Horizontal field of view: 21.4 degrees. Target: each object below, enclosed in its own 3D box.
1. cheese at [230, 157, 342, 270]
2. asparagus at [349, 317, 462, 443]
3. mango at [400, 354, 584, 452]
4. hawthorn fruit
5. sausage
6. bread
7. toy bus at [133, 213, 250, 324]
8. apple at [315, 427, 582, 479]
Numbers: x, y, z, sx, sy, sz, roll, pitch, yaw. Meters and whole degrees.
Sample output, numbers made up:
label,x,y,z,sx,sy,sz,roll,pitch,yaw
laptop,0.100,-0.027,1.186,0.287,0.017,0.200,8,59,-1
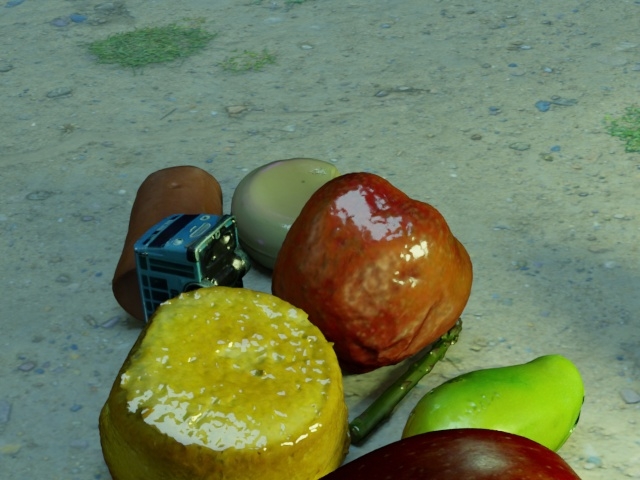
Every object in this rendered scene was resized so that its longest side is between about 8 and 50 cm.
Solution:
label,x,y,z,sx,sy,sz,roll,pitch,yaw
cheese,0.000,0.000,1.991,0.163,0.082,0.286,-18,38,-20
asparagus,0.096,0.142,1.778,0.024,0.025,0.248,-36,3,42
mango,0.164,0.175,1.623,0.125,0.111,0.233,25,38,33
hawthorn fruit,0.034,0.062,1.777,0.207,0.207,0.243,23,77,38
sausage,-0.173,-0.005,1.986,0.114,0.113,0.259,-1,30,4
bread,-0.088,0.165,1.609,0.268,0.145,0.268,3,43,-3
toy bus,-0.133,0.064,1.778,0.106,0.184,0.090,10,31,28
apple,0.082,0.287,1.259,0.317,0.288,0.288,-19,30,-2
